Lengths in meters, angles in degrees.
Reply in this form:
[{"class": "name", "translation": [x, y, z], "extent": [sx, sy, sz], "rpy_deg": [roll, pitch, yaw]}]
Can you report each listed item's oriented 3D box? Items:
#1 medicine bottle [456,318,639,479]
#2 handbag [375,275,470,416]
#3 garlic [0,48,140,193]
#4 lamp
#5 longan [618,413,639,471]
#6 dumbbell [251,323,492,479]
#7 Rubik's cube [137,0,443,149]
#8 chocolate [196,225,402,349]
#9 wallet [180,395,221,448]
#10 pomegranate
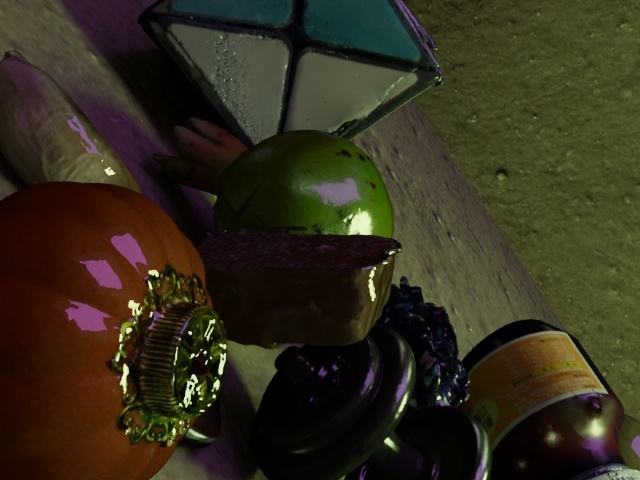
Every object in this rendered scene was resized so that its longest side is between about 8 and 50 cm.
[{"class": "medicine bottle", "translation": [0.377, 0.325, 1.310], "extent": [0.242, 0.242, 0.395], "rpy_deg": [38, 15, -40]}, {"class": "handbag", "translation": [0.105, 0.162, 1.125], "extent": [0.113, 0.162, 0.260], "rpy_deg": [46, 17, -22]}, {"class": "garlic", "translation": [-0.257, -0.097, 0.822], "extent": [0.195, 0.087, 0.101], "rpy_deg": [49, 5, -6]}, {"class": "lamp", "translation": [-0.165, 0.069, 0.574], "extent": [0.223, 0.196, 0.223], "rpy_deg": [5, 90, -70]}, {"class": "longan", "translation": [0.478, 0.406, 1.503], "extent": [0.215, 0.246, 0.246], "rpy_deg": [38, 24, -57]}, {"class": "dumbbell", "translation": [0.053, 0.206, 0.872], "extent": [0.290, 0.192, 0.192], "rpy_deg": [48, 20, -25]}, {"class": "Rubik's cube", "translation": [-0.039, -0.271, 1.226], "extent": [0.305, 0.307, 0.310], "rpy_deg": [55, 4, -7]}, {"class": "chocolate", "translation": [-0.032, 0.047, 0.819], "extent": [0.148, 0.214, 0.093], "rpy_deg": [-48, 139, -69]}, {"class": "wallet", "translation": [-0.150, 0.085, 0.838], "extent": [0.137, 0.031, 0.255], "rpy_deg": [44, 22, -34]}, {"class": "pomegranate", "translation": [-0.058, -0.042, 1.016], "extent": [0.302, 0.236, 0.236], "rpy_deg": [40, 12, 23]}]
